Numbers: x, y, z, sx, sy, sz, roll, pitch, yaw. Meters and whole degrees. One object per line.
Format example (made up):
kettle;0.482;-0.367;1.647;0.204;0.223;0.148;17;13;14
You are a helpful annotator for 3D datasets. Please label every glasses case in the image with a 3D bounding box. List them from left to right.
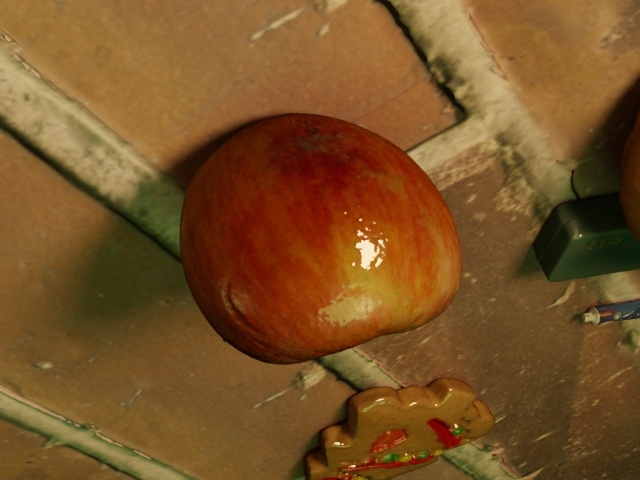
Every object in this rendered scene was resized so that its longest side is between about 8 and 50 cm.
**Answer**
glasses case;0.288;-0.009;1.355;0.184;0.039;0.077;-8;148;-20

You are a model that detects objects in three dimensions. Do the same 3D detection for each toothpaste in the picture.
toothpaste;0.298;0.073;1.519;0.083;0.019;0.027;-8;131;-28

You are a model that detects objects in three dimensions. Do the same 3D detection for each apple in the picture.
apple;0.000;0.000;1.063;0.195;0.173;0.160;-17;153;-13

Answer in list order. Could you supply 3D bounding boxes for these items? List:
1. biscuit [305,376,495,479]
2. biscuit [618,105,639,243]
biscuit;0.070;0.219;1.601;0.212;0.041;0.239;12;137;-45
biscuit;0.383;-0.078;1.211;0.296;0.102;0.296;-16;140;-14
